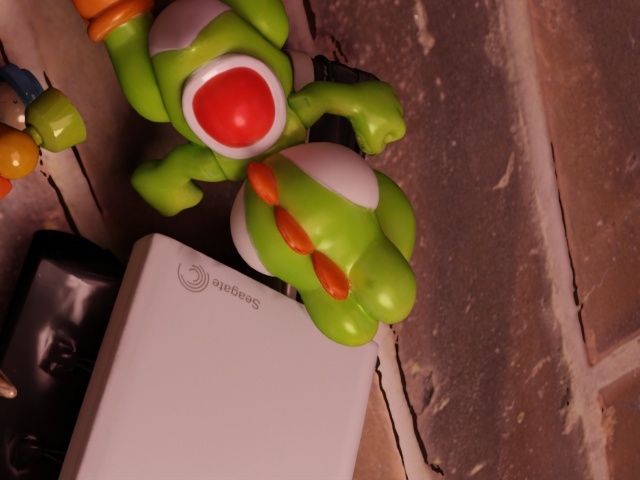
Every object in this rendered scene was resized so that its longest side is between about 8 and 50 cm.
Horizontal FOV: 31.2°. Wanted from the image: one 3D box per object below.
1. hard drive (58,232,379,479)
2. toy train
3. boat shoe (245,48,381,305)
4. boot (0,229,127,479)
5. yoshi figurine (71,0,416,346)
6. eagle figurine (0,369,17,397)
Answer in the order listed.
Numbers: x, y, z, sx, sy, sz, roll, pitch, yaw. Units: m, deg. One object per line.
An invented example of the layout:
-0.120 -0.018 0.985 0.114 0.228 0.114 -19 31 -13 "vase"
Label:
-0.084 0.198 0.873 0.233 0.047 0.353 29 58 -27 "hard drive"
-0.229 -0.060 0.822 0.143 0.248 0.105 -35 121 -24 "toy train"
-0.001 -0.001 1.061 0.113 0.127 0.339 2 96 -21 "boat shoe"
-0.161 0.244 1.043 0.367 0.146 0.445 17 92 -37 "boot"
-0.040 -0.082 0.919 0.203 0.203 0.362 -26 82 -38 "yoshi figurine"
-0.404 0.072 0.779 0.298 0.226 0.225 1 69 -50 "eagle figurine"
